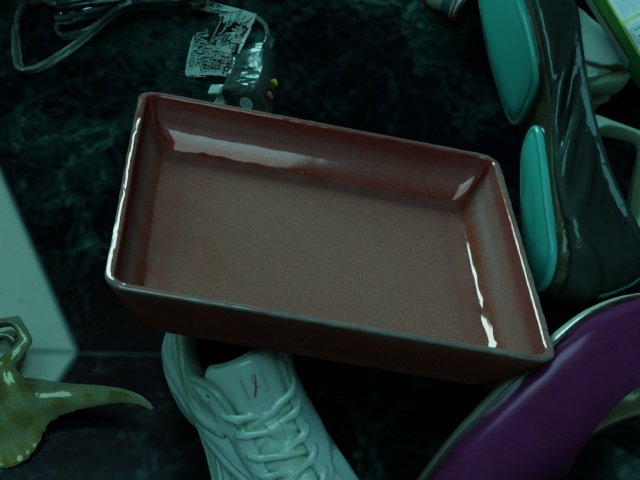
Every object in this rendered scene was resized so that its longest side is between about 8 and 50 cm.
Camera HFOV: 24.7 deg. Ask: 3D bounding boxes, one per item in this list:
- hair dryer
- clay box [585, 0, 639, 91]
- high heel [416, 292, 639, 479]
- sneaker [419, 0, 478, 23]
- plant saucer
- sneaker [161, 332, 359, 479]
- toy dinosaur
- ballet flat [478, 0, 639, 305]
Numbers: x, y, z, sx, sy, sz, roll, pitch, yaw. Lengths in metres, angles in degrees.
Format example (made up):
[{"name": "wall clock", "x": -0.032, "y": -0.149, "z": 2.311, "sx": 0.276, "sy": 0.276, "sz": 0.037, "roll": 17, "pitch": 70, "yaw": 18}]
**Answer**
[{"name": "hair dryer", "x": -0.100, "y": -0.239, "z": 1.119, "sx": 0.224, "sy": 0.080, "sz": 0.293, "roll": 15, "pitch": 62, "yaw": 9}, {"name": "clay box", "x": 0.289, "y": -0.206, "z": 0.997, "sx": 0.222, "sy": 0.053, "sz": 0.127, "roll": -26, "pitch": 75, "yaw": -1}, {"name": "high heel", "x": 0.236, "y": 0.106, "z": 0.908, "sx": 0.377, "sy": 0.127, "sz": 0.181, "roll": -36, "pitch": 77, "yaw": -12}, {"name": "sneaker", "x": 0.111, "y": -0.246, "z": 1.133, "sx": 0.075, "sy": 0.057, "sz": 0.161, "roll": 25, "pitch": 67, "yaw": 7}, {"name": "plant saucer", "x": 0.000, "y": 0.000, "z": 0.929, "sx": 0.259, "sy": 0.047, "sz": 0.258, "roll": 10, "pitch": 29, "yaw": -7}, {"name": "sneaker", "x": -0.038, "y": 0.118, "z": 0.901, "sx": 0.090, "sy": 0.115, "sz": 0.232, "roll": -28, "pitch": 65, "yaw": -14}, {"name": "toy dinosaur", "x": -0.202, "y": 0.101, "z": 0.959, "sx": 0.183, "sy": 0.053, "sz": 0.092, "roll": -15, "pitch": 77, "yaw": 0}, {"name": "ballet flat", "x": 0.176, "y": -0.087, "z": 1.034, "sx": 0.096, "sy": 0.095, "sz": 0.280, "roll": -2, "pitch": 71, "yaw": -12}]
